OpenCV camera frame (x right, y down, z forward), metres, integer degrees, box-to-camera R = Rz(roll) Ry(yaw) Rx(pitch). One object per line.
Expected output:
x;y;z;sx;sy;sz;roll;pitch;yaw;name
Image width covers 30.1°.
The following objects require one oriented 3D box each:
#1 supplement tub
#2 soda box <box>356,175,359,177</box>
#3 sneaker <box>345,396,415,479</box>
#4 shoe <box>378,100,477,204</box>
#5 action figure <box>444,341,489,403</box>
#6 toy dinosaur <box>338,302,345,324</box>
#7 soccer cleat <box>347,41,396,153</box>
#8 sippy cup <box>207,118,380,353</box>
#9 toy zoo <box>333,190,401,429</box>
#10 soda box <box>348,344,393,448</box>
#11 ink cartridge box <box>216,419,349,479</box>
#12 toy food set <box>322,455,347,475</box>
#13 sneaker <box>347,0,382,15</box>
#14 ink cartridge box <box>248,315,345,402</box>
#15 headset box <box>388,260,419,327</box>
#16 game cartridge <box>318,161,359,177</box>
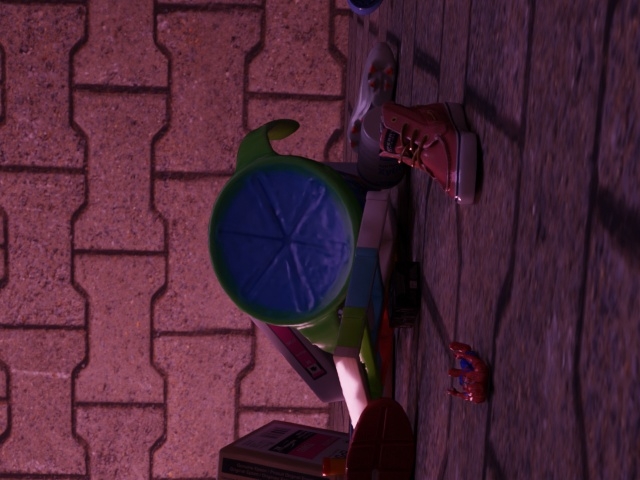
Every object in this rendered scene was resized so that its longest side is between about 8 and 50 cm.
0.087;-0.126;1.625;0.107;0.071;0.071;94;178;-58;supplement tub
0.040;-0.027;2.049;0.216;0.069;0.074;-59;-21;-52;soda box
0.069;0.289;1.491;0.128;0.087;0.221;-103;16;-78;sneaker
0.095;-0.083;1.090;0.178;0.081;0.064;-91;4;-64;shoe
0.120;0.110;0.975;0.115;0.030;0.038;-122;39;-83;action figure
0.030;0.084;1.906;0.160;0.121;0.313;-56;-5;-4;toy dinosaur
0.088;-0.226;1.914;0.076;0.068;0.196;-82;4;-50;soccer cleat
-0.005;-0.007;1.686;0.224;0.240;0.306;-9;-68;-63;sippy cup
0.069;0.074;1.520;0.192;0.030;0.293;76;-158;-51;toy zoo
0.073;0.229;1.738;0.058;0.063;0.183;91;-179;-75;soda box
-0.030;0.353;1.832;0.234;0.193;0.088;-10;-74;-72;ink cartridge box
0.050;0.362;1.667;0.232;0.104;0.111;97;175;-71;toy food set
0.086;-0.472;2.062;0.090;0.081;0.232;89;-172;-63;sneaker
-0.030;0.135;1.949;0.371;0.069;0.176;50;-163;-25;ink cartridge box
0.103;0.069;1.479;0.083;0.032;0.062;100;172;-67;headset box
0.000;0.000;2.221;0.062;0.198;0.297;104;169;-79;game cartridge
